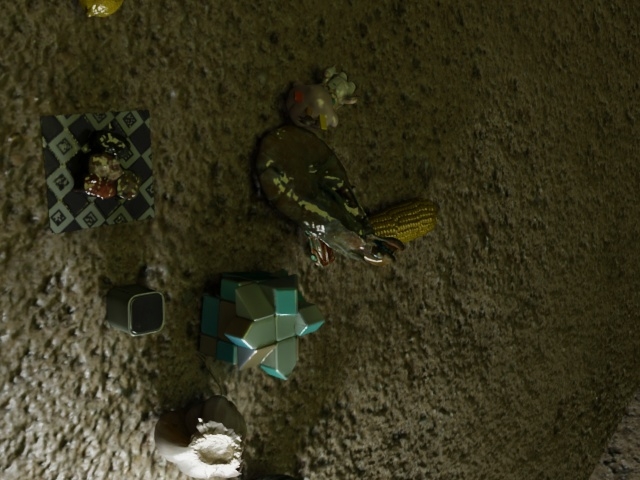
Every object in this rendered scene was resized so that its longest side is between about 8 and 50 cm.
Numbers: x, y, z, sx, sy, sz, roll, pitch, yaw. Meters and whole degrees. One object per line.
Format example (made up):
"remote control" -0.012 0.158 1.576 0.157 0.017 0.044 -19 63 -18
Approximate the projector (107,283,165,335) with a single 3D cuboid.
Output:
"projector" -0.364 0.136 1.689 0.083 0.082 0.083 -9 104 -42

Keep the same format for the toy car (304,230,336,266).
"toy car" 0.000 0.000 2.057 0.059 0.035 0.122 -27 116 -36

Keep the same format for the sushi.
"sushi" -0.403 -0.132 1.625 0.231 0.047 0.220 -12 106 -43

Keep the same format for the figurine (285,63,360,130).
"figurine" -0.001 -0.318 1.949 0.137 0.112 0.229 50 51 -4

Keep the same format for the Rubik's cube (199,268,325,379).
"Rubik's cube" -0.116 0.177 1.850 0.265 0.213 0.224 -3 98 -47

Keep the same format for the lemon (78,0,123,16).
"lemon" -0.397 -0.449 1.550 0.082 0.082 0.111 45 66 -40

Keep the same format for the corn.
"corn" 0.185 -0.036 2.185 0.305 0.106 0.106 -20 111 -40

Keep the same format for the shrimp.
"shrimp" 0.022 -0.092 1.983 0.445 0.110 0.221 43 55 -25

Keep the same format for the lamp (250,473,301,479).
"lamp" -0.098 0.647 1.944 0.265 0.233 0.233 28 78 -50

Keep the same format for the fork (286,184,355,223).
"fork" 0.009 -0.078 2.053 0.235 0.039 0.021 -32 141 -40

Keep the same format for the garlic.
"garlic" -0.229 0.372 1.793 0.207 0.207 0.257 9 84 -45
